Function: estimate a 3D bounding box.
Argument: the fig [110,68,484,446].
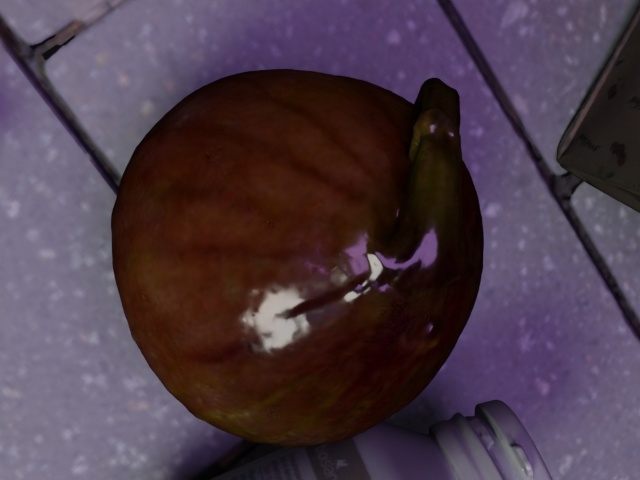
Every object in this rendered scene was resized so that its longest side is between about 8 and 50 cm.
[{"bbox_3d":[-0.001,0.001,0.475,0.205,0.205,0.205,-3,99,-19],"label":"fig"}]

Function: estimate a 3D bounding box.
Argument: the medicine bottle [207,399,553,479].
[{"bbox_3d":[0.019,0.169,0.519,0.215,0.135,0.135,-23,105,-4],"label":"medicine bottle"}]

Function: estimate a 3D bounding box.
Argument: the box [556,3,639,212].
[{"bbox_3d":[0.340,-0.064,0.573,0.297,0.190,0.225,26,96,-22],"label":"box"}]
